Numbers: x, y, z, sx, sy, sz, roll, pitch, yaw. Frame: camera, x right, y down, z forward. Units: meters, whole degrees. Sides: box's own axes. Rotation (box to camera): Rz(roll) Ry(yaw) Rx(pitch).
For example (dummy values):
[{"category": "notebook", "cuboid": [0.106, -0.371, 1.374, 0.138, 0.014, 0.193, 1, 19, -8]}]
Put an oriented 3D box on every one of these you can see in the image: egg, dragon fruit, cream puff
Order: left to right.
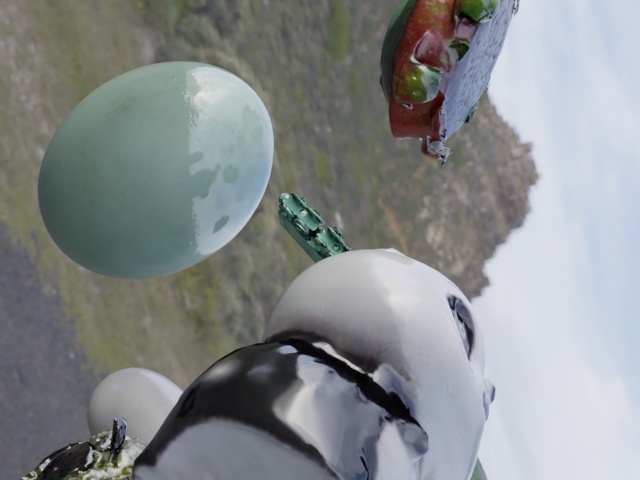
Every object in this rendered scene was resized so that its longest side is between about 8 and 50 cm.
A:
[{"category": "cream puff", "cuboid": [-0.165, 0.226, 0.984, 0.183, 0.183, 0.169, -106, 172, -74]}, {"category": "egg", "cuboid": [-0.226, -0.093, 1.655, 0.276, 0.389, 0.276, 26, 48, -33]}, {"category": "dragon fruit", "cuboid": [0.167, -0.249, 1.610, 0.130, 0.268, 0.295, 31, -32, 16]}]

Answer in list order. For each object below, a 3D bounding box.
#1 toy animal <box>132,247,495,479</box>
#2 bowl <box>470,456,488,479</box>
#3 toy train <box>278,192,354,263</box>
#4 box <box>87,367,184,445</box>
[{"category": "toy animal", "cuboid": [0.017, 0.110, 0.777, 0.235, 0.165, 0.187, -39, 139, -42]}, {"category": "bowl", "cuboid": [0.023, 0.307, 1.203, 0.163, 0.307, 0.307, -10, -83, 53]}, {"category": "toy train", "cuboid": [0.000, 0.000, 1.474, 0.148, 0.038, 0.071, 48, -13, 28]}, {"category": "box", "cuboid": [-0.177, 0.336, 1.693, 0.289, 0.141, 0.349, 40, -15, 32]}]
